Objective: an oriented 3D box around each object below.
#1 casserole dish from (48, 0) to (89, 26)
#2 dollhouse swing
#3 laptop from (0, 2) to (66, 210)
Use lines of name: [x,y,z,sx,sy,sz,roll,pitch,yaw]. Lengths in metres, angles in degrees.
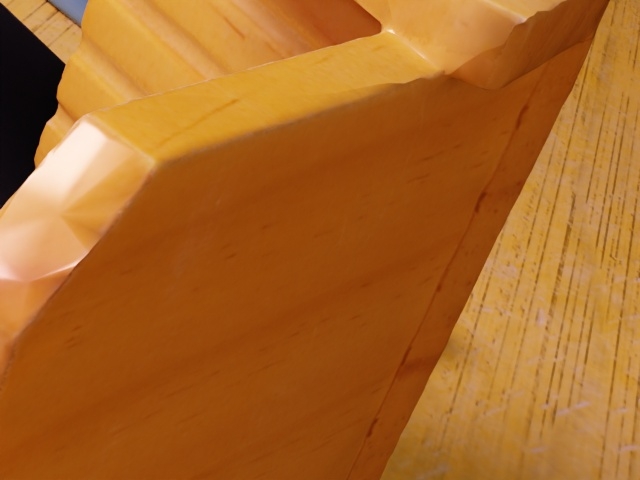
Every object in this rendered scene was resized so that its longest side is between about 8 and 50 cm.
casserole dish: [-0.136,-0.170,1.298,0.188,0.037,0.114,39,30,25]
dollhouse swing: [-0.106,0.009,0.660,0.305,0.347,0.315,-8,41,-45]
laptop: [-0.277,-0.082,1.052,0.264,0.137,0.234,-6,30,-2]
